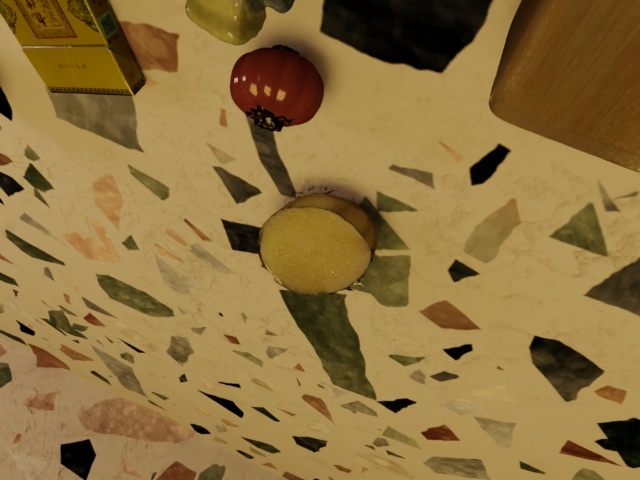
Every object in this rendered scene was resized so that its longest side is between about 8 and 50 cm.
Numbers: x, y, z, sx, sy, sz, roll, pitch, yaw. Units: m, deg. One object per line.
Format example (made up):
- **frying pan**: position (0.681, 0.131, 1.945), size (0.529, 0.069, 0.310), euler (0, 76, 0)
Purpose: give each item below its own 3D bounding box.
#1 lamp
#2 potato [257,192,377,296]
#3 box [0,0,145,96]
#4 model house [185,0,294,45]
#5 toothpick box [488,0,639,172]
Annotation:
- **lamp**: position (-0.049, -0.171, 0.591), size (0.107, 0.092, 0.107), euler (11, 175, 1)
- **potato**: position (0.000, 0.000, 0.781), size (0.164, 0.081, 0.200), euler (47, 135, -14)
- **box**: position (-0.338, -0.308, 0.635), size (0.153, 0.041, 0.279), euler (7, 139, 21)
- **model house**: position (-0.122, -0.288, 0.360), size (0.321, 0.261, 0.266), euler (31, 145, 3)
- **toothpick box**: position (0.243, -0.209, 0.318), size (0.190, 0.187, 0.308), euler (21, 146, 4)
